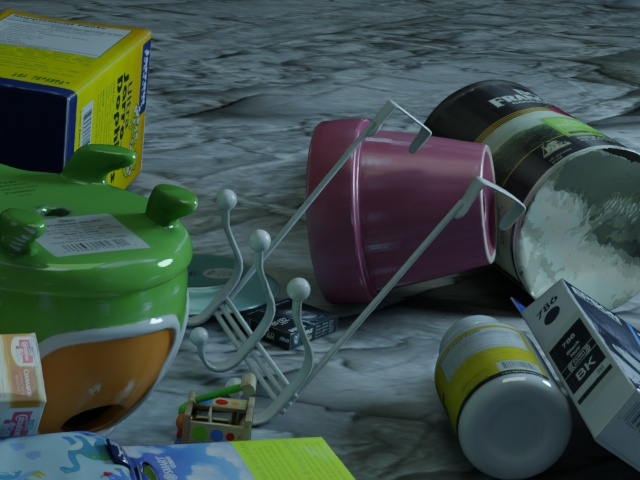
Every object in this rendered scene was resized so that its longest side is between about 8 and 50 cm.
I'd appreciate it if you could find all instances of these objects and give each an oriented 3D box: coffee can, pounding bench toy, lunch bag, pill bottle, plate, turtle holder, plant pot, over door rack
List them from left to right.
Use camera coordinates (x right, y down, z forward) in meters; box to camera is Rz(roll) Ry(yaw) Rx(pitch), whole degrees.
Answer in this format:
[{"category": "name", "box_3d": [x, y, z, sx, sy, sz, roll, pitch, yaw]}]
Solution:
[{"category": "lunch bag", "box_3d": [-0.235, 0.214, 1.320, 0.219, 0.090, 0.176, 1, 23, -15]}, {"category": "turtle holder", "box_3d": [-0.264, 0.044, 1.589, 0.320, 0.227, 0.243, 15, 21, 26]}, {"category": "plate", "box_3d": [-0.136, 0.042, 1.928, 0.188, 0.024, 0.188, 1, 15, 0]}, {"category": "pounding bench toy", "box_3d": [-0.091, 0.151, 1.556, 0.065, 0.083, 0.052, 7, 19, 0]}, {"category": "over door rack", "box_3d": [0.000, 0.000, 1.723, 0.324, 0.108, 0.239, -40, 32, 0]}, {"category": "plant pot", "box_3d": [0.093, -0.034, 1.934, 0.180, 0.201, 0.201, -3, 17, 12]}, {"category": "pill bottle", "box_3d": [0.161, 0.136, 1.655, 0.103, 0.103, 0.184, 4, 19, -8]}, {"category": "coffee can", "box_3d": [0.252, -0.053, 2.093, 0.202, 0.201, 0.275, -2, 21, -23]}]

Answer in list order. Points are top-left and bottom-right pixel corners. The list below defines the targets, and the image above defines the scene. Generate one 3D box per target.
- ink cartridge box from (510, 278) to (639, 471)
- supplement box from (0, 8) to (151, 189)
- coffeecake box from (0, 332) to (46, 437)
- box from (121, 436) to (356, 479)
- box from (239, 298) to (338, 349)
[{"category": "ink cartridge box", "box_3d": [0.286, 0.132, 1.666, 0.165, 0.065, 0.332, 34, 11, -18]}, {"category": "supplement box", "box_3d": [-0.341, -0.135, 2.137, 0.194, 0.195, 0.356, 9, 20, 7]}, {"category": "coffeecake box", "box_3d": [-0.319, 0.139, 1.406, 0.186, 0.142, 0.068, 0, 53, -21]}, {"category": "box", "box_3d": [-0.066, 0.202, 1.477, 0.178, 0.042, 0.109, -1, 19, -21]}, {"category": "box", "box_3d": [-0.033, 0.086, 1.868, 0.067, 0.018, 0.083, 18, 22, 33]}]
